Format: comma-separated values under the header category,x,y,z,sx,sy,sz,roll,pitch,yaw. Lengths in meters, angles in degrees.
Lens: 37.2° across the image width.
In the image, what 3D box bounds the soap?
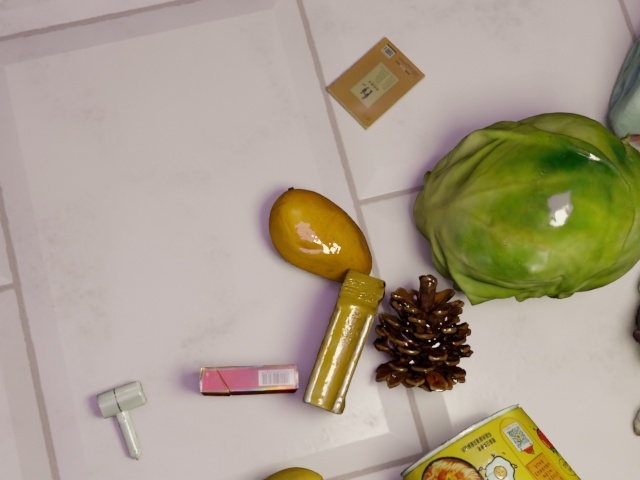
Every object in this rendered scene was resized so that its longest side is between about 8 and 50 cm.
category,x,y,z,sx,sy,sz,roll,pitch,yaw
soap,0.045,0.182,1.719,0.080,0.160,0.257,19,81,3

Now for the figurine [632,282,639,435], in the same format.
category,x,y,z,sx,sy,sz,roll,pitch,yaw
figurine,0.693,0.249,1.780,0.218,0.206,0.364,7,101,20

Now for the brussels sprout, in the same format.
category,x,y,z,sx,sy,sz,roll,pitch,yaw
brussels sprout,0.403,-0.064,1.710,0.425,0.361,0.342,-16,83,-9

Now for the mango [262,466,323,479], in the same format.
category,x,y,z,sx,sy,sz,roll,pitch,yaw
mango,-0.127,0.529,1.623,0.142,0.195,0.331,47,61,-14

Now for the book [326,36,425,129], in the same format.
category,x,y,z,sx,sy,sz,roll,pitch,yaw
book,0.113,-0.320,1.928,0.172,0.012,0.118,-42,83,-12

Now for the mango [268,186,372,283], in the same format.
category,x,y,z,sx,sy,sz,roll,pitch,yaw
mango,0.000,0.000,1.798,0.227,0.109,0.147,42,64,0

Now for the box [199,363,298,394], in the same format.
category,x,y,z,sx,sy,sz,roll,pitch,yaw
box,-0.129,0.256,1.725,0.175,0.112,0.048,-2,78,-4

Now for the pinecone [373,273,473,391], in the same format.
category,x,y,z,sx,sy,sz,roll,pitch,yaw
pinecone,0.186,0.169,1.741,0.186,0.169,0.212,-7,90,-20

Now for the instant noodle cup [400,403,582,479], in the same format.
category,x,y,z,sx,sy,sz,roll,pitch,yaw
instant noodle cup,0.305,0.451,1.625,0.326,0.325,0.254,-28,70,-10

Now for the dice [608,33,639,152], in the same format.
category,x,y,z,sx,sy,sz,roll,pitch,yaw
dice,0.732,-0.297,1.838,0.263,0.268,0.264,23,77,3

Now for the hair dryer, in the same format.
category,x,y,z,sx,sy,sz,roll,pitch,yaw
hair dryer,-0.347,0.332,1.728,0.082,0.047,0.137,-18,84,-9
